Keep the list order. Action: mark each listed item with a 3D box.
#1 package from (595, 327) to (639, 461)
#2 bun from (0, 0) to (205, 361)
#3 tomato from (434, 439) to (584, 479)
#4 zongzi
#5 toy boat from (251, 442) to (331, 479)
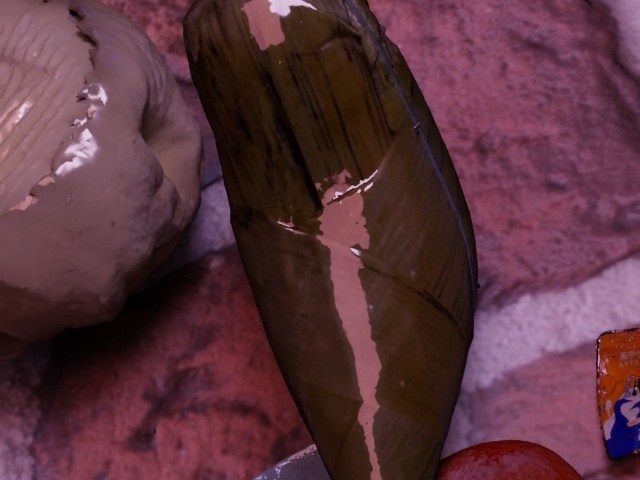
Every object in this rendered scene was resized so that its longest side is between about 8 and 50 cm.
[{"bbox_3d":[0.239,0.110,0.916,0.077,0.033,0.111,-23,38,34],"label":"package"},{"bbox_3d":[-0.255,-0.044,1.083,0.359,0.211,0.360,-17,51,22],"label":"bun"},{"bbox_3d":[0.113,0.207,0.833,0.167,0.167,0.167,-9,58,15],"label":"tomato"},{"bbox_3d":[0.000,0.000,0.825,0.160,0.323,0.360,-19,28,19],"label":"zongzi"},{"bbox_3d":[0.006,0.176,0.966,0.096,0.034,0.122,22,62,29],"label":"toy boat"}]
